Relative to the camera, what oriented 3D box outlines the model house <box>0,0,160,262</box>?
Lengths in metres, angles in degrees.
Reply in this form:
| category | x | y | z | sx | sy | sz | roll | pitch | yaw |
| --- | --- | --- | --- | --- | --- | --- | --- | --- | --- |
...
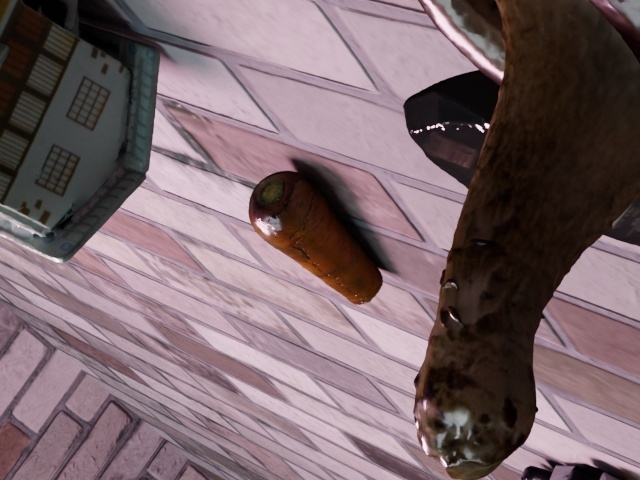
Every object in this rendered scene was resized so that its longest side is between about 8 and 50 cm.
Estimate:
| category | x | y | z | sx | sy | sz | roll | pitch | yaw |
| --- | --- | --- | --- | --- | --- | --- | --- | --- | --- |
| model house | -0.260 | -0.109 | 1.080 | 0.224 | 0.198 | 0.215 | 20 | 173 | 40 |

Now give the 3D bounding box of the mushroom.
| category | x | y | z | sx | sy | sz | roll | pitch | yaw |
| --- | --- | --- | --- | --- | --- | --- | --- | --- | --- |
| mushroom | 0.079 | -0.025 | 0.569 | 0.227 | 0.217 | 0.148 | 35 | 166 | 0 |

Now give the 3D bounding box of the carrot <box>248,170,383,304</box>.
| category | x | y | z | sx | sy | sz | roll | pitch | yaw |
| --- | --- | --- | --- | --- | --- | --- | --- | --- | --- |
| carrot | 0.000 | 0.000 | 1.163 | 0.055 | 0.055 | 0.161 | 24 | 169 | 35 |

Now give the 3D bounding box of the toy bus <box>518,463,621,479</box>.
| category | x | y | z | sx | sy | sz | roll | pitch | yaw |
| --- | --- | --- | --- | --- | --- | --- | --- | --- | --- |
| toy bus | 0.240 | 0.279 | 1.388 | 0.136 | 0.126 | 0.209 | 28 | 166 | -9 |

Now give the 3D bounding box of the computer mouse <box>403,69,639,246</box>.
| category | x | y | z | sx | sy | sz | roll | pitch | yaw |
| --- | --- | --- | --- | --- | --- | --- | --- | --- | --- |
| computer mouse | 0.124 | -0.043 | 0.746 | 0.172 | 0.057 | 0.099 | 22 | 163 | 2 |
